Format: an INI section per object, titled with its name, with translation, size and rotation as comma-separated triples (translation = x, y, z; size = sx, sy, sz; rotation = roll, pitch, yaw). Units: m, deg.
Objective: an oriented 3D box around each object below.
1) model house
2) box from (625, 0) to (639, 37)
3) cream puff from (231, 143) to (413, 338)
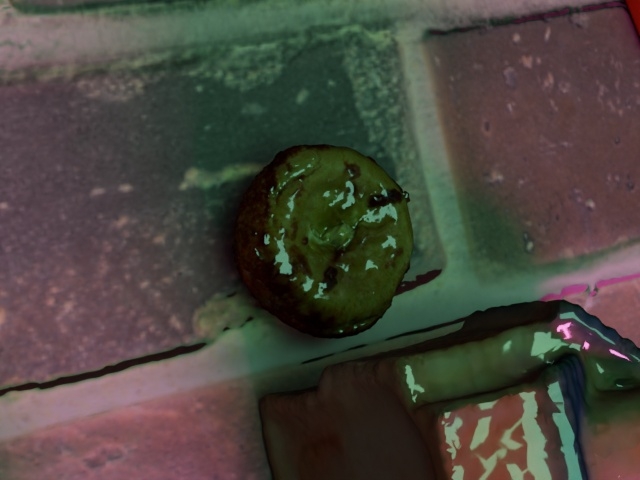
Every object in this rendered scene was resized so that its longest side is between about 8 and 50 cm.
[model house]
translation = 0.149, 0.166, 0.925
size = 0.280, 0.312, 0.245
rotation = -10, 86, -23
[box]
translation = 0.355, -0.258, 1.178
size = 0.182, 0.099, 0.133
rotation = -25, 93, -25
[cream puff]
translation = 0.000, 0.000, 0.997
size = 0.149, 0.084, 0.149
rotation = 3, 83, -29
